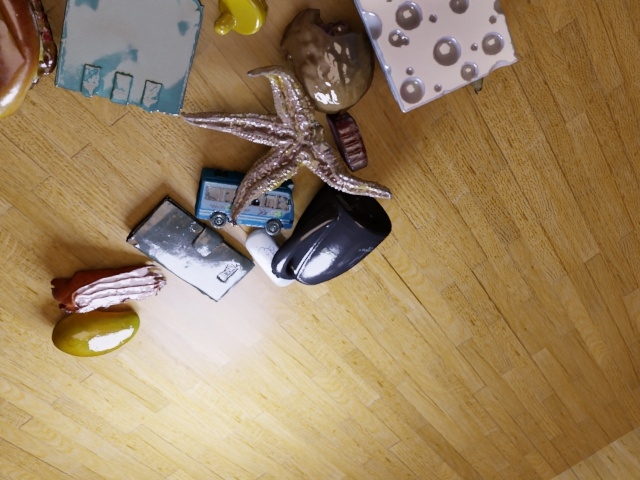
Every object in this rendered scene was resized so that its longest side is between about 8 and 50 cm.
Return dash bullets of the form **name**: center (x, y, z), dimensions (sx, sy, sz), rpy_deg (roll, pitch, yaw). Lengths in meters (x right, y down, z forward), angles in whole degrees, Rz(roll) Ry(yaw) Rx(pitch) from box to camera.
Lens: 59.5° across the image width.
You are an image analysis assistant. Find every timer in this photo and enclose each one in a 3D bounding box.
- **timer**: center (-0.170, -0.487, 1.191), dimensions (0.107, 0.109, 0.107), rpy_deg (20, 147, 14)

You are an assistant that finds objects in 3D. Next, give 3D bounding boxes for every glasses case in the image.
- **glasses case**: center (-0.134, 0.050, 1.546), dimensions (0.076, 0.049, 0.197), rpy_deg (-30, 122, 5)

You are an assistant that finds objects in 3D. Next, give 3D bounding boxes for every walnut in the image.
- **walnut**: center (0.030, -0.394, 1.250), dimensions (0.238, 0.141, 0.204), rpy_deg (19, 87, -25)

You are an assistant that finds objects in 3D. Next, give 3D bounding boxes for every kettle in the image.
- **kettle**: center (0.000, 0.000, 1.448), dimensions (0.290, 0.207, 0.268), rpy_deg (-46, 157, 26)

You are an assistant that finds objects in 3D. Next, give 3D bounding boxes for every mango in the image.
- **mango**: center (-0.608, 0.249, 1.526), dimensions (0.227, 0.099, 0.136), rpy_deg (-9, 115, -18)

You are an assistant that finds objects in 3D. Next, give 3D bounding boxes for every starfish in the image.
- **starfish**: center (-0.084, -0.208, 1.261), dimensions (0.384, 0.132, 0.398), rpy_deg (-20, 123, 11)

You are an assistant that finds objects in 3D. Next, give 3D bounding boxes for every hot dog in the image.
- **hot dog**: center (-0.644, -0.443, 1.056), dimensions (0.223, 0.185, 0.405), rpy_deg (-16, 122, -1)

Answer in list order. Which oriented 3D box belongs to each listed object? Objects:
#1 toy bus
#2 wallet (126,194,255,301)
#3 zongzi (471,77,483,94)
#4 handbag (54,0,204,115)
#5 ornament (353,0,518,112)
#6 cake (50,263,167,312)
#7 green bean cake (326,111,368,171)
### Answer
- **toy bus**: center (-0.186, -0.102, 1.409), dimensions (0.246, 0.113, 0.134), rpy_deg (6, 112, -15)
- **wallet**: center (-0.339, 0.032, 1.490), dimensions (0.169, 0.044, 0.317), rpy_deg (-42, 121, 11)
- **zongzi**: center (0.289, -0.456, 1.334), dimensions (0.228, 0.115, 0.256), rpy_deg (-9, 134, -1)
- **handbag**: center (-0.402, -0.424, 1.183), dimensions (0.268, 0.100, 0.274), rpy_deg (7, 119, -21)
- **ornament**: center (0.219, -0.435, 1.126), dimensions (0.239, 0.239, 0.240), rpy_deg (-23, 112, 10)
- **cake**: center (-0.546, 0.127, 1.463), dimensions (0.287, 0.135, 0.098), rpy_deg (-8, 107, -19)
- **green bean cake**: center (0.067, -0.248, 1.371), dimensions (0.056, 0.136, 0.135), rpy_deg (-22, 121, -1)
